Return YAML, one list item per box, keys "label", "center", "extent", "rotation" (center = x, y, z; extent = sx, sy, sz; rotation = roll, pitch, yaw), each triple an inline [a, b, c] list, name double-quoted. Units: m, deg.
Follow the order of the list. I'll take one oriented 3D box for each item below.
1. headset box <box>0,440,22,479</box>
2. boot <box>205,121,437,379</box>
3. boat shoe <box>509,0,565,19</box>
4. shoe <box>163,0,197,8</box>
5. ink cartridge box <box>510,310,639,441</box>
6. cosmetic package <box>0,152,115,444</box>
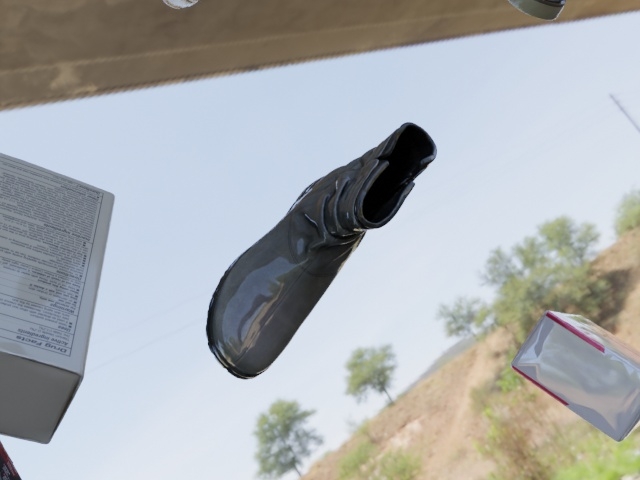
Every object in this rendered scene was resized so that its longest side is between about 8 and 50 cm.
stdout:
- label: "headset box"
  center: [-0.278, 0.189, 0.633]
  extent: [0.032, 0.062, 0.083]
  rotation: [-17, 17, 13]
- label: "boot"
  center: [0.000, 0.000, 0.695]
  extent: [0.246, 0.083, 0.161]
  rotation: [-57, 13, -31]
- label: "boat shoe"
  center: [0.264, -0.429, 1.093]
  extent: [0.113, 0.302, 0.103]
  rotation: [-2, -41, -30]
- label: "shoe"
  center: [-0.132, -0.379, 0.937]
  extent: [0.077, 0.058, 0.218]
  rotation: [13, -85, -32]
- label: "ink cartridge box"
  center: [0.396, 0.187, 1.147]
  extent: [0.100, 0.172, 0.237]
  rotation: [-60, -27, 9]
- label: "cosmetic package"
  center: [-0.323, 0.047, 0.848]
  extent: [0.160, 0.309, 0.113]
  rotation: [21, -58, -20]
